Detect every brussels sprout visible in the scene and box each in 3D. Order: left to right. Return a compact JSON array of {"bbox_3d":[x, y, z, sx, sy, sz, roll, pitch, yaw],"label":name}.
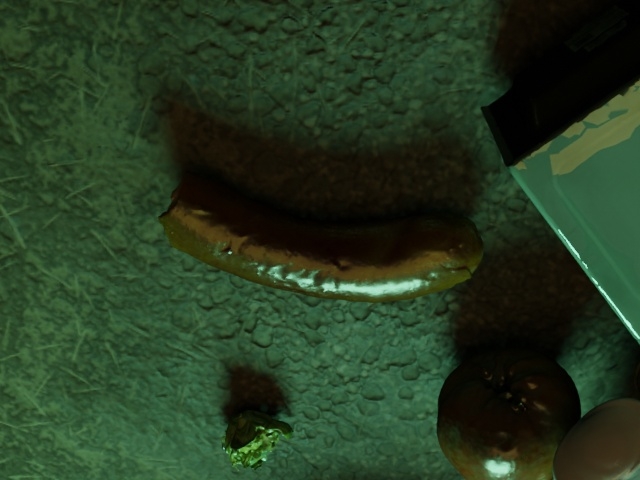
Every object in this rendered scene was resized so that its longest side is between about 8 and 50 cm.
[{"bbox_3d":[-0.074,0.216,0.928,0.085,0.058,0.085,-20,136,-20],"label":"brussels sprout"}]

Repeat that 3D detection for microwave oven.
[{"bbox_3d":[0.315,-0.098,0.686,0.295,0.181,0.237,-35,108,17],"label":"microwave oven"}]

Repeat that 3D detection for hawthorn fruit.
[{"bbox_3d":[0.182,0.194,0.864,0.149,0.149,0.189,9,131,-2],"label":"hawthorn fruit"}]

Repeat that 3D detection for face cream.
[{"bbox_3d":[0.295,0.230,0.831,0.107,0.073,0.269,-46,145,-1],"label":"face cream"}]

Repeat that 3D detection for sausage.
[{"bbox_3d":[0.000,0.005,0.805,0.302,0.076,0.103,10,117,-3],"label":"sausage"}]

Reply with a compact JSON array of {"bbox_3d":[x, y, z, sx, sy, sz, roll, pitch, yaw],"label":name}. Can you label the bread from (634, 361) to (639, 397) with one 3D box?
[{"bbox_3d":[0.412,0.127,0.778,0.224,0.212,0.142,-26,108,13],"label":"bread"}]
